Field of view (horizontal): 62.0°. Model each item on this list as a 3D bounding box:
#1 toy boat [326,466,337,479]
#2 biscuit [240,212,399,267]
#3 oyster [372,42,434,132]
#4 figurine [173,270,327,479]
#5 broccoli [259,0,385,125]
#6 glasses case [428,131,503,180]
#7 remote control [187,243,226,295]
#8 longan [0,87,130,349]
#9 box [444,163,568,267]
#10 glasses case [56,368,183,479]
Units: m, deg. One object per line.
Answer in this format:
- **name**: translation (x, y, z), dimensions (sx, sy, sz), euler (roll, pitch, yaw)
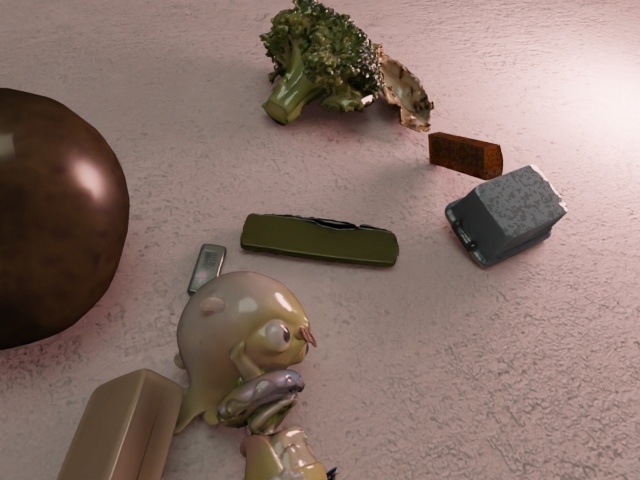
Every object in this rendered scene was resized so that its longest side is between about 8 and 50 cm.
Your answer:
- **toy boat**: translation (0.021, 0.369, 0.768), dimensions (0.038, 0.038, 0.083), euler (2, 48, -5)
- **biscuit**: translation (0.000, 0.000, 1.089), dimensions (0.322, 0.038, 0.099), euler (7, 52, -2)
- **oyster**: translation (0.199, -0.389, 1.411), dimensions (0.166, 0.094, 0.294), euler (10, 54, -34)
- **figurine**: translation (-0.109, 0.249, 0.795), dimensions (0.274, 0.226, 0.394), euler (-29, 65, 8)
- **broccoli**: translation (-0.003, -0.441, 1.333), dimensions (0.338, 0.277, 0.317), euler (8, 68, 11)
- **glasses case**: translation (0.325, -0.196, 1.214), dimensions (0.049, 0.075, 0.218), euler (-15, 23, -18)
- **remote control**: translation (-0.217, 0.056, 1.024), dimensions (0.053, 0.018, 0.124), euler (8, 49, -2)
- **longan**: translation (-0.484, -0.037, 0.839), dimensions (0.336, 0.404, 0.404), euler (5, 48, 5)
- **box**: translation (0.395, -0.057, 1.130), dimensions (0.227, 0.130, 0.162), euler (-21, 70, -23)
- **glasses case**: translation (-0.284, 0.339, 0.683), dimensions (0.144, 0.076, 0.336), euler (-24, 40, 31)
